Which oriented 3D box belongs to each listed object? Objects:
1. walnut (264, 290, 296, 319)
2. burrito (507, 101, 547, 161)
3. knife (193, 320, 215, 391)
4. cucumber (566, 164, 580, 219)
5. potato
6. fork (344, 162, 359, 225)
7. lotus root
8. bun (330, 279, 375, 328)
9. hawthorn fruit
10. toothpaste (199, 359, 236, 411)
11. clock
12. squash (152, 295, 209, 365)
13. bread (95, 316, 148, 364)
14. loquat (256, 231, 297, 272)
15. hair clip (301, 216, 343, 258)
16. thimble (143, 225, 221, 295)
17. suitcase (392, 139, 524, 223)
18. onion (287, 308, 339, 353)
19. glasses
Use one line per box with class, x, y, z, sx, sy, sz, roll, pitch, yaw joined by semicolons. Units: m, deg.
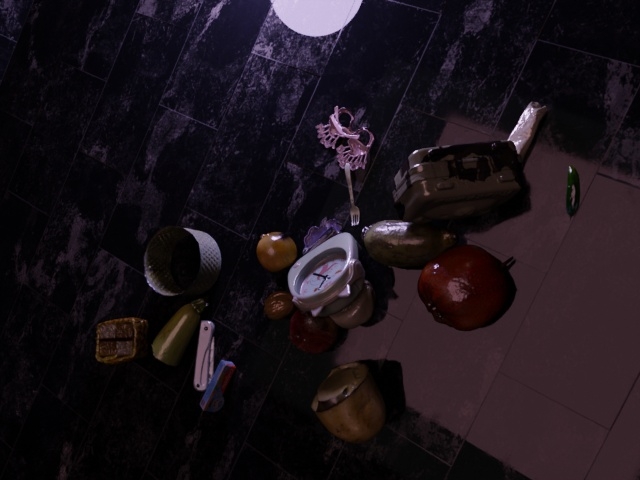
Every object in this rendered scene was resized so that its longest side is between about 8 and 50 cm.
walnut;-0.141;0.231;1.993;0.125;0.105;0.105;-19;77;17
burrito;0.621;-0.302;1.740;0.082;0.059;0.275;30;96;38
knife;-0.436;0.438;2.131;0.073;0.040;0.265;2;85;13
cucumber;0.755;-0.145;1.675;0.039;0.039;0.167;1;83;24
potato;0.105;0.525;1.772;0.243;0.285;0.242;0;90;-4
fork;0.107;-0.160;1.957;0.034;0.028;0.219;-10;87;30
lotus root;0.281;0.005;1.788;0.310;0.173;0.172;-1;84;28
bun;0.113;0.211;1.871;0.173;0.113;0.166;-41;44;9
hawthorn fruit;0.454;0.128;1.688;0.301;0.254;0.254;-30;71;-11
toothpaste;-0.373;0.542;2.087;0.044;0.070;0.193;33;99;53
clock;0.025;0.130;1.823;0.265;0.108;0.324;-32;27;13
squash;-0.537;0.322;2.150;0.137;0.137;0.287;26;89;24
bread;-0.796;0.404;2.259;0.223;0.096;0.181;-10;80;20
loquat;-0.154;0.042;1.989;0.137;0.163;0.163;-31;72;4
hair clip;0.000;0.000;1.984;0.195;0.052;0.124;-47;74;7
thimble;-0.524;0.083;2.147;0.271;0.150;0.270;-3;84;24
suitcase;0.397;-0.153;1.680;0.352;0.339;0.193;-7;76;-10
onion;-0.027;0.295;1.909;0.184;0.147;0.183;-4;72;13
glasses;0.078;-0.353;1.967;0.255;0.095;0.162;50;121;22
